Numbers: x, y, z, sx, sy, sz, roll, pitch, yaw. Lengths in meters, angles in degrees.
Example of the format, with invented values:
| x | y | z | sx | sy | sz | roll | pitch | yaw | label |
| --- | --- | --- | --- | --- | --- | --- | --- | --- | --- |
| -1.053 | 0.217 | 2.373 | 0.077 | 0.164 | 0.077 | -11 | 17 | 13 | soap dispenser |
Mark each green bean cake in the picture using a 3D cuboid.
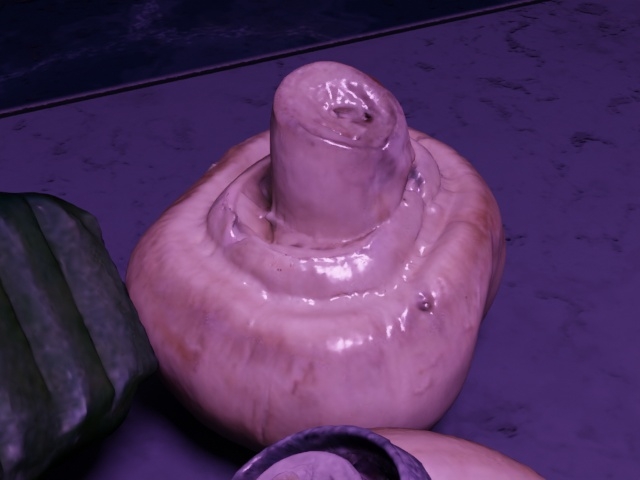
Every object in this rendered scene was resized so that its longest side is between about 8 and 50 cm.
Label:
| x | y | z | sx | sy | sz | roll | pitch | yaw | label |
| --- | --- | --- | --- | --- | --- | --- | --- | --- | --- |
| -0.276 | 0.100 | 0.552 | 0.300 | 0.169 | 0.308 | -24 | -1 | 21 | green bean cake |

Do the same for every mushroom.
| x | y | z | sx | sy | sz | roll | pitch | yaw | label |
| --- | --- | --- | --- | --- | --- | --- | --- | --- | --- |
| 0.000 | 0.000 | 0.671 | 0.253 | 0.234 | 0.260 | -17 | 39 | -14 | mushroom |

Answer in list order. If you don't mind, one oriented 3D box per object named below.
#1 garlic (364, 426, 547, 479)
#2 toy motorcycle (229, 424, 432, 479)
| x | y | z | sx | sy | sz | roll | pitch | yaw | label |
| --- | --- | --- | --- | --- | --- | --- | --- | --- | --- |
| 0.034 | 0.175 | 0.542 | 0.244 | 0.145 | 0.164 | -14 | 70 | -18 | garlic |
| -0.049 | 0.202 | 0.304 | 0.222 | 0.108 | 0.341 | -22 | 34 | 9 | toy motorcycle |
